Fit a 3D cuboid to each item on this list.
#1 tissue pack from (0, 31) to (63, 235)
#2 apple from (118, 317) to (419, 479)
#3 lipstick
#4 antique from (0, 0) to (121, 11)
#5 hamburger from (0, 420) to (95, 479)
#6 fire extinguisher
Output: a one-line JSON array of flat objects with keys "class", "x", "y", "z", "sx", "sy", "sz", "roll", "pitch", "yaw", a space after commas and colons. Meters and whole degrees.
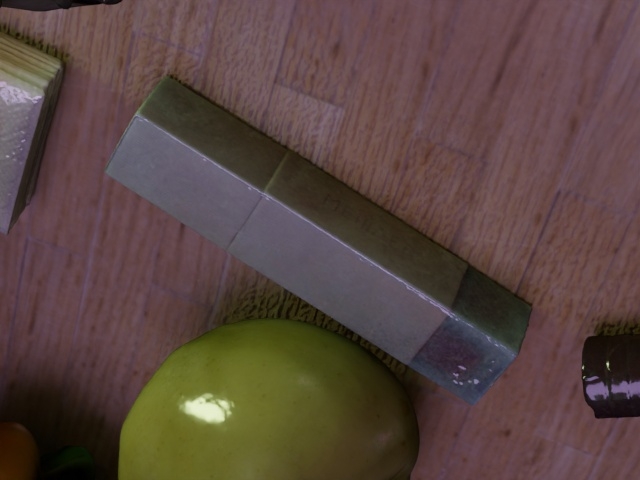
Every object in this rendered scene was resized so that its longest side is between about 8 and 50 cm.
[{"class": "tissue pack", "x": -0.391, "y": -0.145, "z": 1.356, "sx": 0.325, "sy": 0.071, "sz": 0.170, "roll": 25, "pitch": 128, "yaw": 1}, {"class": "apple", "x": -0.042, "y": 0.197, "z": 1.363, "sx": 0.262, "sy": 0.262, "sz": 0.262, "roll": 9, "pitch": 124, "yaw": 13}, {"class": "lipstick", "x": 0.000, "y": 0.000, "z": 1.315, "sx": 0.371, "sy": 0.076, "sz": 0.080, "roll": 32, "pitch": 127, "yaw": -3}, {"class": "antique", "x": -0.155, "y": -0.239, "z": 1.082, "sx": 0.125, "sy": 0.284, "sz": 0.150, "roll": -1, "pitch": 120, "yaw": 19}, {"class": "hamburger", "x": -0.345, "y": 0.356, "z": 1.500, "sx": 0.277, "sy": 0.395, "sz": 0.396, "roll": 40, "pitch": 125, "yaw": -10}, {"class": "fire extinguisher", "x": 0.353, "y": 0.113, "z": 1.270, "sx": 0.268, "sy": 0.072, "sz": 0.089, "roll": -5, "pitch": 111, "yaw": 22}]
